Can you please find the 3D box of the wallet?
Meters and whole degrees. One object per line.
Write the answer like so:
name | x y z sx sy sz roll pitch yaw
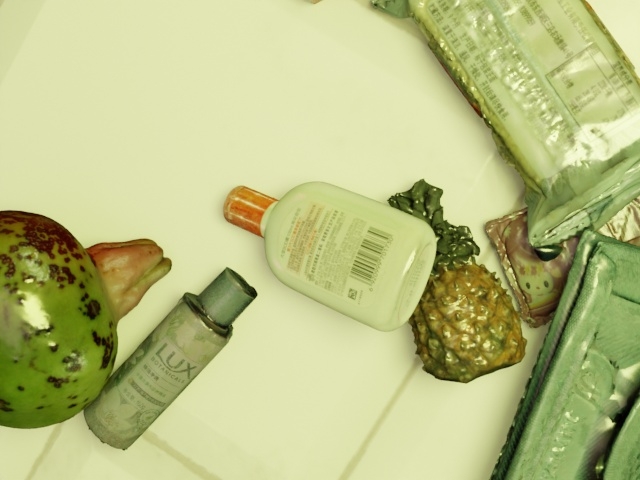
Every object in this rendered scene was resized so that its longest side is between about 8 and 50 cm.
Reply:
wallet | 0.290 0.185 0.866 0.237 0.075 0.342 18 97 -13

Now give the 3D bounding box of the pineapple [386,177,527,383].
pineapple | 0.122 0.035 0.905 0.108 0.108 0.198 -20 79 11

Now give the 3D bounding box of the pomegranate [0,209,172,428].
pomegranate | -0.260 0.060 0.935 0.247 0.214 0.214 -27 89 -22

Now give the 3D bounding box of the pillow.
pillow | 0.257 -0.004 0.901 0.185 0.043 0.118 -24 88 15

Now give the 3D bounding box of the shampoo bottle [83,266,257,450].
shampoo bottle | -0.150 0.116 0.968 0.072 0.072 0.214 44 99 4

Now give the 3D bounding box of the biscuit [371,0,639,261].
biscuit | 0.192 -0.155 0.873 0.186 0.079 0.309 -36 81 14

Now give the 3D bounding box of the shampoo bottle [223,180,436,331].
shampoo bottle | 0.000 0.000 0.902 0.220 0.051 0.108 24 96 33

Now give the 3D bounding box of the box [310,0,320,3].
box | 0.003 -0.304 0.922 0.089 0.043 0.125 -24 90 11
